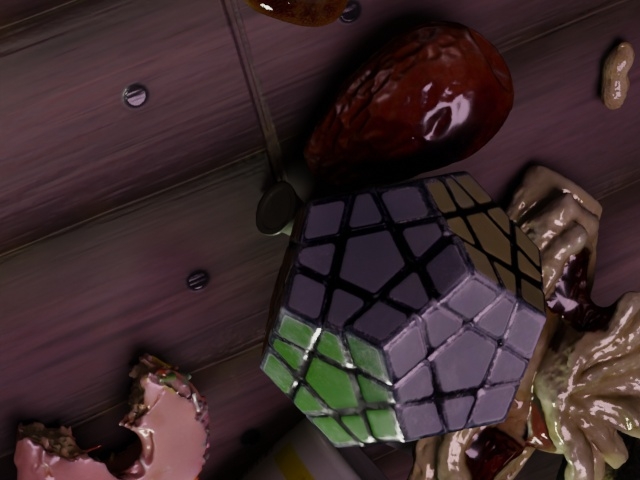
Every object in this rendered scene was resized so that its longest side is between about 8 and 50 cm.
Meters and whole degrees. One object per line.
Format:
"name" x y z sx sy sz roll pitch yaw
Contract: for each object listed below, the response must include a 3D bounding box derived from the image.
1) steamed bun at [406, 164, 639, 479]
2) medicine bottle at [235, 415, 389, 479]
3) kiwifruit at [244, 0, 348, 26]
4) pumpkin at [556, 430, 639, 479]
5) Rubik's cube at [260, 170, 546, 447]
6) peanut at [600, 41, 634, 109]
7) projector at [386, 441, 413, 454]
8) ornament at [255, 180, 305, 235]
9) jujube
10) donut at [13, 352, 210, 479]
"steamed bun" 0.286 0.153 1.943 0.247 0.189 0.428 21 96 -33
"medicine bottle" -0.063 0.395 1.967 0.339 0.208 0.208 -43 127 4
"kiwifruit" -0.028 -0.263 1.676 0.124 0.075 0.075 10 114 -25
"pumpkin" 0.495 0.349 2.112 0.454 0.344 0.454 -28 135 -32
"Rubik's cube" 0.086 0.073 1.717 0.319 0.319 0.264 -11 90 -19
"peanut" 0.349 -0.195 1.912 0.037 0.037 0.083 -4 122 -23
"projector" 0.144 0.215 2.046 0.147 0.061 0.115 25 107 -34
"ornament" 0.000 0.000 1.847 0.081 0.075 0.156 -39 130 22
"jujube" 0.094 -0.136 1.762 0.236 0.168 0.168 -35 129 20
"donut" -0.235 0.240 1.872 0.233 0.085 0.199 -27 126 -8
